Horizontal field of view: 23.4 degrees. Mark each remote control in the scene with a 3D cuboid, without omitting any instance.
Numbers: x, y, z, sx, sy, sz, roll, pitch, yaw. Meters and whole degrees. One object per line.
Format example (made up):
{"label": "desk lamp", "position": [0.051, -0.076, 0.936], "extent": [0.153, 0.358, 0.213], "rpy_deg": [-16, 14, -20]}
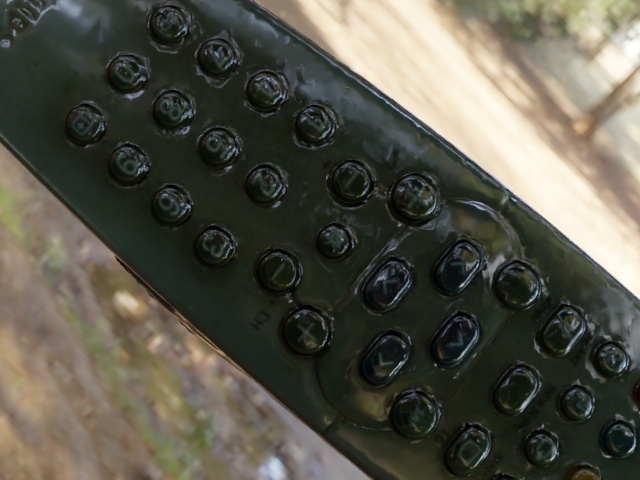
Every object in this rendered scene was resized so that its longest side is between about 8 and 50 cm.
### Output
{"label": "remote control", "position": [0.000, 0.000, 0.362], "extent": [0.222, 0.072, 0.042], "rpy_deg": [39, -5, 2]}
